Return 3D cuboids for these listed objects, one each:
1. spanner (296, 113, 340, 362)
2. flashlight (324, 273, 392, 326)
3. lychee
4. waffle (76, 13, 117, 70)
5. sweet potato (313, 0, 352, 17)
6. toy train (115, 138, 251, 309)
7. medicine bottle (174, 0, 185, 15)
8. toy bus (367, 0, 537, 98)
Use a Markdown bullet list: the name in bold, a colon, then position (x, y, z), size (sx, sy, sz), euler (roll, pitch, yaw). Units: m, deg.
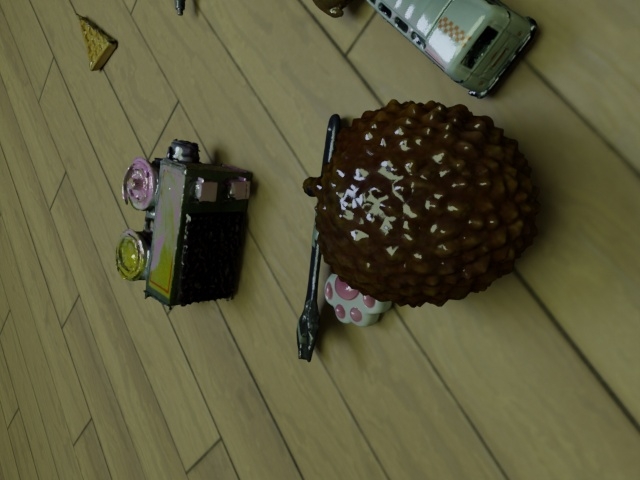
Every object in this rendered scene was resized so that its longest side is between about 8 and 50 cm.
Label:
- **spanner**: position (0.000, 0.000, 0.675), size (0.087, 0.024, 0.316), euler (-134, 51, -83)
- **flashlight**: position (0.044, 0.002, 0.641), size (0.093, 0.047, 0.201), euler (6, 97, 44)
- **lychee**: position (0.081, -0.034, 0.511), size (0.238, 0.200, 0.200), euler (15, 102, 29)
- **waffle**: position (-0.467, -0.437, 1.118), size (0.097, 0.023, 0.153), euler (-33, 69, 38)
- **sweet potato**: position (0.048, -0.396, 0.609), size (0.075, 0.075, 0.274), euler (34, 110, 37)
- **toy train**: position (-0.215, -0.019, 0.824), size (0.177, 0.134, 0.261), euler (22, 107, 40)
- **medicine bottle**: position (-0.231, -0.465, 0.872), size (0.057, 0.057, 0.199), euler (-2, 91, 43)
- **toy bus**: position (0.112, -0.234, 0.538), size (0.194, 0.089, 0.087), euler (55, 125, 28)
